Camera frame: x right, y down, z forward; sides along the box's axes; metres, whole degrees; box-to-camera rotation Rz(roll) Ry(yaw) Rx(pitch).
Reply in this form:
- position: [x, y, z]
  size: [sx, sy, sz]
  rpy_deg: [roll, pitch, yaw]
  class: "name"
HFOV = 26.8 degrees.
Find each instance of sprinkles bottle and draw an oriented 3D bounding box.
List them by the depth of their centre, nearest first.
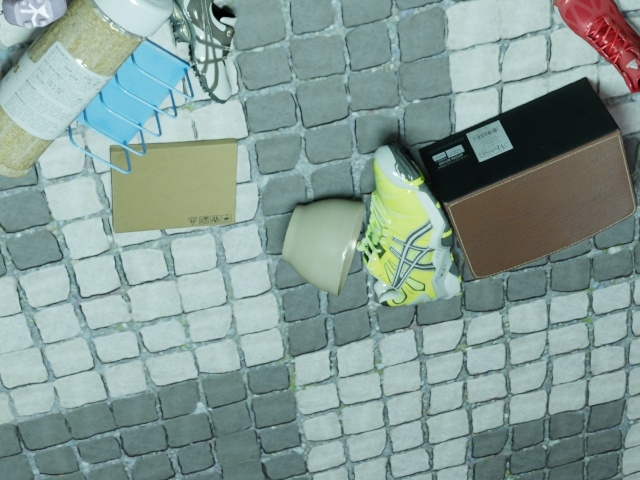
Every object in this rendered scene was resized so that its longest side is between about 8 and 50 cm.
- position: [-0.361, -0.243, 1.907]
  size: [0.121, 0.121, 0.355]
  rpy_deg: [30, 118, -33]
  class: "sprinkles bottle"

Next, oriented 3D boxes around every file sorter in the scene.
- position: [-0.283, -0.201, 1.987]
  size: [0.118, 0.104, 0.170]
  rpy_deg: [29, 117, -32]
  class: "file sorter"

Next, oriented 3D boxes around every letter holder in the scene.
- position: [0.349, -0.093, 2.228]
  size: [0.302, 0.152, 0.214]
  rpy_deg: [-23, 133, 4]
  class: "letter holder"

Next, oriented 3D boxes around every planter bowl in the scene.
- position: [0.000, 0.000, 2.216]
  size: [0.109, 0.162, 0.162]
  rpy_deg: [16, 127, 6]
  class: "planter bowl"

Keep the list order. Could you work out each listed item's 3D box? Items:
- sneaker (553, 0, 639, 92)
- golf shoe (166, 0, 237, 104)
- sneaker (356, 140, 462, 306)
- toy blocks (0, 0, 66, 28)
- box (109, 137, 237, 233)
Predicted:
- position: [0.461, -0.312, 2.091]
  size: [0.221, 0.128, 0.087]
  rpy_deg: [27, 116, -34]
  class: "sneaker"
- position: [-0.155, -0.287, 1.972]
  size: [0.094, 0.077, 0.198]
  rpy_deg: [-23, 132, 3]
  class: "golf shoe"
- position: [0.134, -0.005, 2.214]
  size: [0.147, 0.145, 0.385]
  rpy_deg: [-22, 138, -1]
  class: "sneaker"
- position: [-0.482, -0.367, 1.648]
  size: [0.288, 0.260, 0.309]
  rpy_deg: [-13, 115, -6]
  class: "toy blocks"
- position: [-0.233, -0.087, 2.150]
  size: [0.201, 0.021, 0.164]
  rpy_deg: [-5, 129, -12]
  class: "box"
